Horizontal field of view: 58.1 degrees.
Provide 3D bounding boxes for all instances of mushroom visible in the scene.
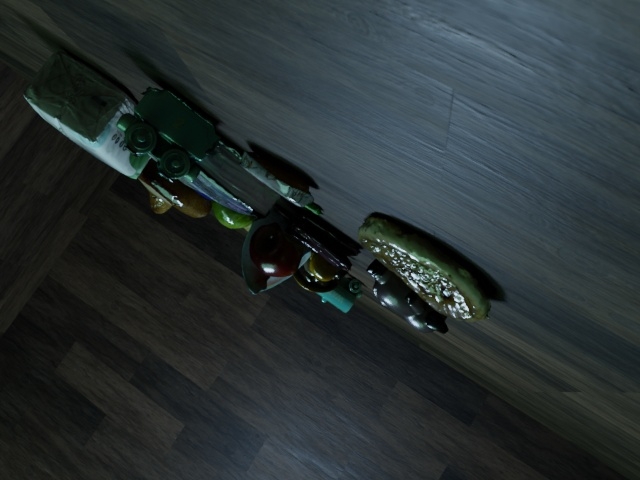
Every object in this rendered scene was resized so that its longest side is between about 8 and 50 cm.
[{"bbox_3d":[-0.570,-0.226,2.210,0.345,0.239,0.345,12,172,2],"label":"mushroom"}]

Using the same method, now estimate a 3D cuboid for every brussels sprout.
[{"bbox_3d":[-0.268,-0.113,1.814,0.181,0.144,0.161,41,-175,-34],"label":"brussels sprout"}]

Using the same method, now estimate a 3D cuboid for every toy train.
[{"bbox_3d":[-0.332,-0.230,1.263,0.203,0.163,0.112,38,173,-20],"label":"toy train"},{"bbox_3d":[0.053,0.185,2.352,0.248,0.159,0.101,37,167,-14],"label":"toy train"}]

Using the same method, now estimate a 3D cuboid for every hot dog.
[{"bbox_3d":[-0.097,-0.138,1.272,0.191,0.059,0.108,33,175,14],"label":"hot dog"}]

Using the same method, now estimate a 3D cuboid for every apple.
[{"bbox_3d":[-0.124,0.038,1.674,0.156,0.147,0.158,9,162,25],"label":"apple"}]

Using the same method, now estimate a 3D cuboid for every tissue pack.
[{"bbox_3d":[-0.259,-0.171,1.538,0.259,0.122,0.361,37,174,-16],"label":"tissue pack"},{"bbox_3d":[-0.655,-0.356,1.706,0.266,0.194,0.356,34,172,7],"label":"tissue pack"}]

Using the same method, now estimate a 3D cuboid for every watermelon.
[{"bbox_3d":[-0.122,0.065,1.854,0.214,0.319,0.289,-1,148,19],"label":"watermelon"}]

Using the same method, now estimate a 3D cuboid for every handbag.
[{"bbox_3d":[0.002,-0.002,1.674,0.216,0.074,0.203,36,172,-9],"label":"handbag"}]

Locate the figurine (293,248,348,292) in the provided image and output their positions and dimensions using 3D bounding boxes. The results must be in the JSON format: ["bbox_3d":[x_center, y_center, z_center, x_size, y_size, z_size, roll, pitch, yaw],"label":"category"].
[{"bbox_3d":[-0.009,0.096,1.999,0.192,0.167,0.257,44,171,1],"label":"figurine"}]

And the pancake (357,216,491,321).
[{"bbox_3d":[0.214,0.063,1.227,0.356,0.065,0.356,35,170,7],"label":"pancake"}]

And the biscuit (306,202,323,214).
[{"bbox_3d":[-0.033,-0.092,1.458,0.089,0.016,0.046,32,174,16],"label":"biscuit"}]

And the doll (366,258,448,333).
[{"bbox_3d":[0.230,0.145,1.474,0.257,0.117,0.182,37,-177,-10],"label":"doll"}]

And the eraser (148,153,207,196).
[{"bbox_3d":[-0.404,-0.228,1.836,0.155,0.101,0.332,27,172,30],"label":"eraser"}]

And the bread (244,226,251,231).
[{"bbox_3d":[-0.178,-0.043,2.049,0.213,0.104,0.213,34,169,7],"label":"bread"}]
